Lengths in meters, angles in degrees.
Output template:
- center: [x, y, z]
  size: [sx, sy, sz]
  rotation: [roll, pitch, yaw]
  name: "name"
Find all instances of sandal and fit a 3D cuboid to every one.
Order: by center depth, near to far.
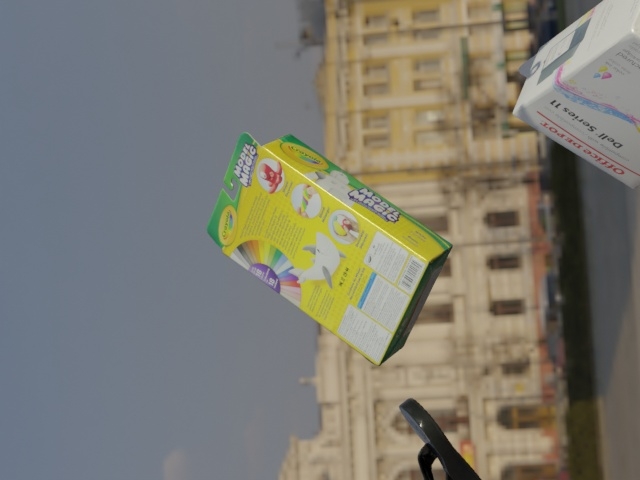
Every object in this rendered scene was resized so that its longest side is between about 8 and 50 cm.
- center: [0.097, 0.185, 1.038]
  size: [0.067, 0.040, 0.179]
  rotation: [40, 170, 51]
  name: "sandal"

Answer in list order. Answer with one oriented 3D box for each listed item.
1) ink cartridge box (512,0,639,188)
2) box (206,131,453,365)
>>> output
- center: [0.387, -0.185, 1.692]
  size: [0.119, 0.207, 0.353]
  rotation: [-65, 12, -22]
  name: "ink cartridge box"
- center: [0.000, 0.000, 1.007]
  size: [0.043, 0.179, 0.105]
  rotation: [-32, -29, -52]
  name: "box"
